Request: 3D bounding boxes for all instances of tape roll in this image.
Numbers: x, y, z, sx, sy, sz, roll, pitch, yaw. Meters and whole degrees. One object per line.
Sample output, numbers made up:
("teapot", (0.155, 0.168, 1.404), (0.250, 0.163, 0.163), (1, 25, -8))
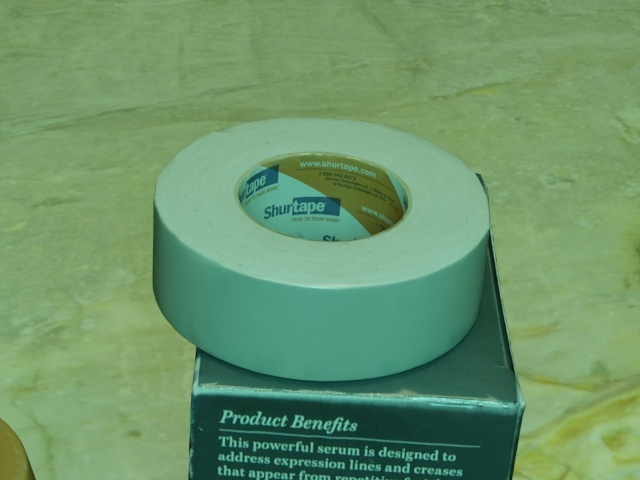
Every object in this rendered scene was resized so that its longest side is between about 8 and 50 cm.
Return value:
("tape roll", (0.000, 0.000, 1.185), (0.219, 0.072, 0.219), (3, 33, -2))

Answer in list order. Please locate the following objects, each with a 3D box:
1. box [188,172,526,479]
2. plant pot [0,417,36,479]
("box", (0.011, 0.185, 1.332), (0.212, 0.395, 0.293), (4, 31, -2))
("plant pot", (-0.320, 0.250, 1.367), (0.291, 0.203, 0.291), (3, 32, -2))
